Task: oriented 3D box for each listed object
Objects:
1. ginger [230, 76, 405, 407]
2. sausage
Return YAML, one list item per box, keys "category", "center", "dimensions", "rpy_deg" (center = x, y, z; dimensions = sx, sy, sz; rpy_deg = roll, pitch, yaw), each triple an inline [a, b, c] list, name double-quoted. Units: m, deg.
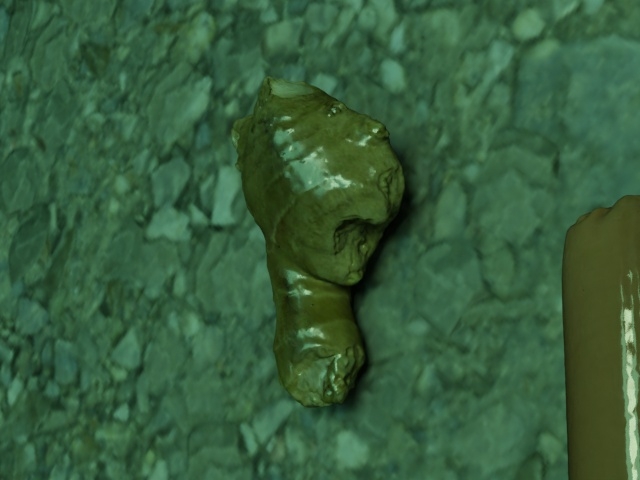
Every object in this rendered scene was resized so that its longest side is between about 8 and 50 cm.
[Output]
- category: "ginger"
  center: [0.006, -0.003, 0.772]
  dimensions: [0.096, 0.067, 0.165]
  rpy_deg: [-19, 80, 39]
- category: "sausage"
  center: [0.139, 0.119, 0.598]
  dimensions: [0.086, 0.086, 0.289]
  rpy_deg: [-14, 71, 40]
